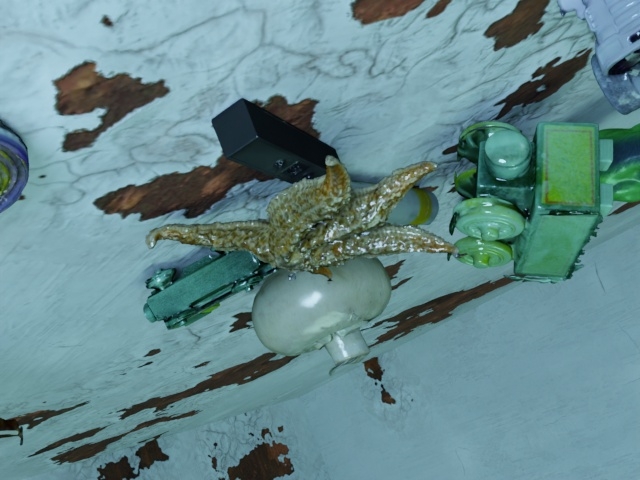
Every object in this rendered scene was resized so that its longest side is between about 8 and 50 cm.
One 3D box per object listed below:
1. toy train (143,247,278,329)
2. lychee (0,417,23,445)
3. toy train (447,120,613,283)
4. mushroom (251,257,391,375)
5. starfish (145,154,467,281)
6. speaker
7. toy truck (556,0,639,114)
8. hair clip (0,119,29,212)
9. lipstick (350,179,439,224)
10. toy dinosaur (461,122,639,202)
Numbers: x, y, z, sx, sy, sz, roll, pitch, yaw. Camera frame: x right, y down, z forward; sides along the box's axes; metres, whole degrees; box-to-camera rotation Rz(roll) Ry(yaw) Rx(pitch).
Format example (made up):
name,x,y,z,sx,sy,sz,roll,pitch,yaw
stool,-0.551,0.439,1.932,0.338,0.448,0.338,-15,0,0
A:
name,x,y,z,sx,sy,sz,roll,pitch,yaw
toy train,-0.149,0.055,0.887,0.200,0.083,0.132,-26,173,10
lychee,-0.509,0.262,0.748,0.300,0.264,0.264,-8,158,-49
toy train,0.272,-0.050,0.853,0.188,0.159,0.272,4,156,12
mushroom,0.010,0.120,1.069,0.246,0.203,0.246,-27,172,-4
starfish,0.014,-0.003,0.706,0.293,0.084,0.301,-20,150,38
speaker,-0.034,-0.089,0.645,0.040,0.046,0.191,-29,161,21
toy truck,0.357,-0.202,0.573,0.363,0.178,0.176,-4,160,-46
hair clip,-0.285,-0.044,0.479,0.172,0.049,0.116,-43,168,30
lipstick,0.076,-0.051,0.872,0.059,0.059,0.263,-35,159,33
toy dinosaur,0.389,-0.116,0.918,0.374,0.144,0.500,-11,171,13
